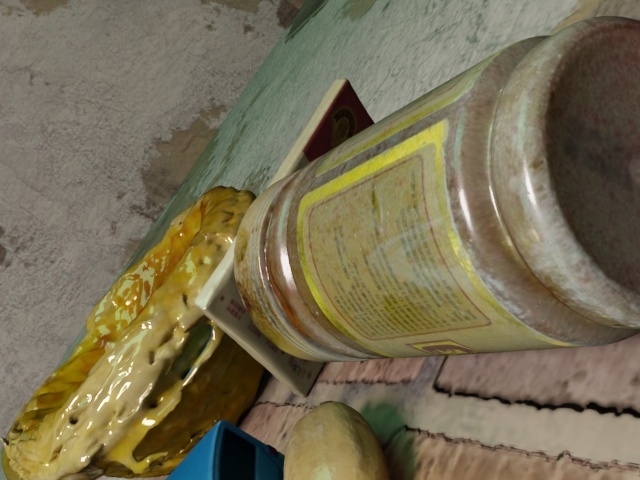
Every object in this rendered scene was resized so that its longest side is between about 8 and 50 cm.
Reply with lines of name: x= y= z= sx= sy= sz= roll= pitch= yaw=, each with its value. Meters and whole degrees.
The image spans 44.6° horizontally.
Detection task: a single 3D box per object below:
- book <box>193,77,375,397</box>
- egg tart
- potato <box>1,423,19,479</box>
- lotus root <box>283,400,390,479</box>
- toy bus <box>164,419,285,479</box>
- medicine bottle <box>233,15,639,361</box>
book: x=0.000 y=0.000 z=0.671 sx=0.022 sy=0.162 sz=0.232 roll=12 pitch=63 yaw=40
egg tart: x=-0.169 y=0.118 z=0.840 sx=0.388 sy=0.169 sz=0.388 roll=-42 pitch=21 yaw=20
potato: x=-0.372 y=0.283 z=1.143 sx=0.200 sy=0.137 sz=0.154 roll=-51 pitch=17 yaw=4
lotus root: x=0.008 y=0.149 z=0.493 sx=0.073 sy=0.062 sz=0.150 roll=-51 pitch=15 yaw=10
toy bus: x=-0.091 y=0.224 z=0.543 sx=0.185 sy=0.106 sz=0.090 roll=-49 pitch=19 yaw=17
medicine bottle: x=0.072 y=-0.006 z=0.474 sx=0.151 sy=0.151 sz=0.322 roll=-60 pitch=18 yaw=-22
